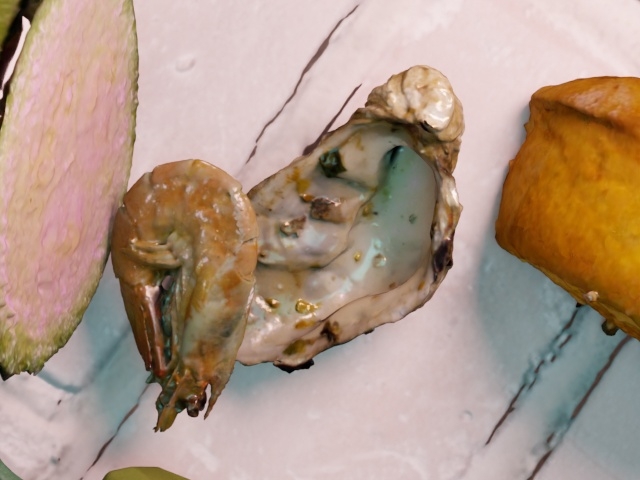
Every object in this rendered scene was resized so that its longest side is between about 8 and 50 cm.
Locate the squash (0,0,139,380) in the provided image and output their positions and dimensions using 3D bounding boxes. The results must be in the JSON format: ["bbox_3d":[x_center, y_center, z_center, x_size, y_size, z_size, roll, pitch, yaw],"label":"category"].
[{"bbox_3d":[-0.317,-0.077,1.328,0.309,0.310,0.310,10,96,12],"label":"squash"}]

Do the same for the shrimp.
[{"bbox_3d":[-0.107,0.042,1.416,0.115,0.051,0.217,15,108,22],"label":"shrimp"}]

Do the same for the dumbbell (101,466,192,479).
[{"bbox_3d":[-0.166,0.323,1.448,0.108,0.121,0.302,22,94,-36],"label":"dumbbell"}]

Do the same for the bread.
[{"bbox_3d":[0.295,0.010,1.414,0.340,0.179,0.194,33,94,-8],"label":"bread"}]

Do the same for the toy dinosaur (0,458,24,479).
[{"bbox_3d":[-0.158,0.267,1.349,0.292,0.079,0.120,39,87,-12],"label":"toy dinosaur"}]

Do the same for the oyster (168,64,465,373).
[{"bbox_3d":[-0.002,-0.006,1.438,0.294,0.094,0.166,-26,103,16],"label":"oyster"}]
